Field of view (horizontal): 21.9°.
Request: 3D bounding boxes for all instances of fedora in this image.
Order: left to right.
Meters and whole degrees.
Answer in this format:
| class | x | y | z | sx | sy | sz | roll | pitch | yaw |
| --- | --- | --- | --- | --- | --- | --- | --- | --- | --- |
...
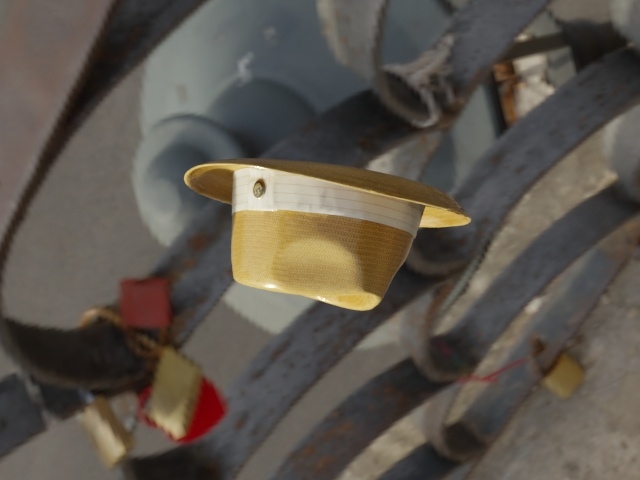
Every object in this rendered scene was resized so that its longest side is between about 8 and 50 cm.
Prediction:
| class | x | y | z | sx | sy | sz | roll | pitch | yaw |
| --- | --- | --- | --- | --- | --- | --- | --- | --- | --- |
| fedora | 0.000 | 0.000 | 1.059 | 0.194 | 0.194 | 0.079 | 4 | 82 | 36 |
